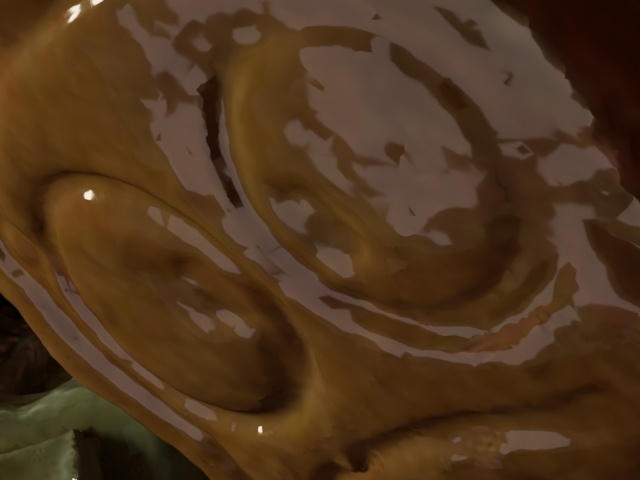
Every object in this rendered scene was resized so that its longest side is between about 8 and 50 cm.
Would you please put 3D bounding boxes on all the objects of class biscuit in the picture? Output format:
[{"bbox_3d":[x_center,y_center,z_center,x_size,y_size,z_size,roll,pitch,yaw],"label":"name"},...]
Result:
[{"bbox_3d":[-0.002,0.003,0.557,0.376,0.051,0.269,47,142,-12],"label":"biscuit"}]

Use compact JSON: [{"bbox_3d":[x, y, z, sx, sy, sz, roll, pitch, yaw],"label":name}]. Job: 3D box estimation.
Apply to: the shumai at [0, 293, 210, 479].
[{"bbox_3d":[-0.177,0.160,1.107,0.348,0.395,0.395,-17,122,41],"label":"shumai"}]
